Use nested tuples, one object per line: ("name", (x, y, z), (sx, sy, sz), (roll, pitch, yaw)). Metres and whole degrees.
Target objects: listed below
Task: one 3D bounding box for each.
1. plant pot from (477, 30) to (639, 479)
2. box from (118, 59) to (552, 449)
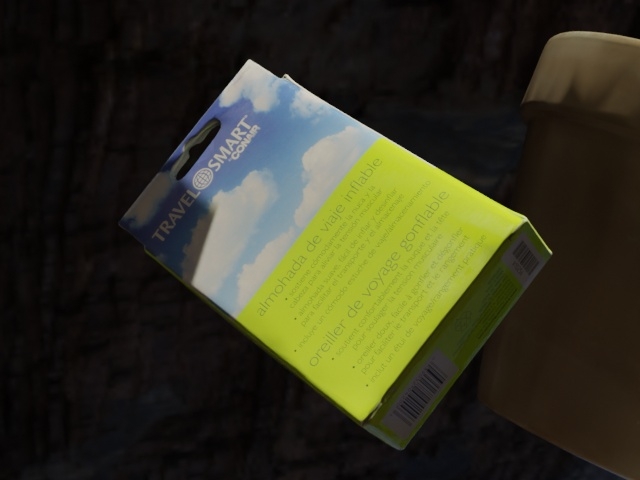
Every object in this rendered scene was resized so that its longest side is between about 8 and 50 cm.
("plant pot", (0.264, 0.036, 0.971), (0.323, 0.323, 0.280), (23, -91, 63))
("box", (0.000, 0.000, 0.571), (0.178, 0.042, 0.109), (35, -96, 38))
